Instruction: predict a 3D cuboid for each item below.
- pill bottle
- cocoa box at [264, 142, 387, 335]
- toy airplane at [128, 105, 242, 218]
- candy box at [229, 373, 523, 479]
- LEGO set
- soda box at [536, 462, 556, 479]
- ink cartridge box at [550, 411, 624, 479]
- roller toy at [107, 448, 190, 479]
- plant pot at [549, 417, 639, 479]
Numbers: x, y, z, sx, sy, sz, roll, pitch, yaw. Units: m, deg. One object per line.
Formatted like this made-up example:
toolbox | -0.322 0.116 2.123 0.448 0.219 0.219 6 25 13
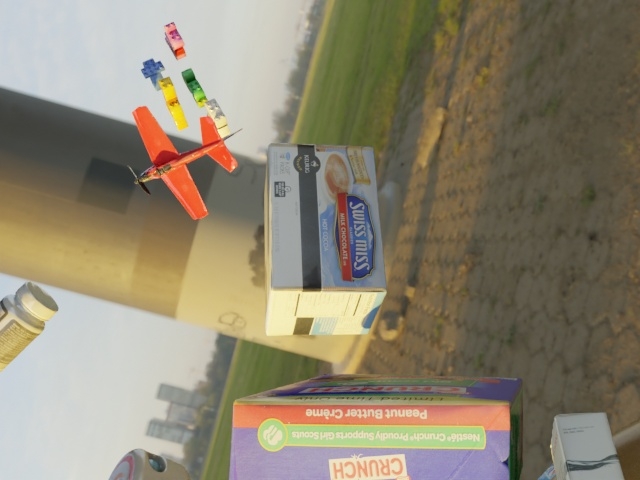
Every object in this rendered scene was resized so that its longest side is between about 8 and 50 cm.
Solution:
pill bottle | -0.471 0.132 1.145 0.137 0.078 0.078 -44 4 -2
cocoa box | 0.000 0.000 1.581 0.231 0.227 0.347 103 166 -61
toy airplane | -0.155 -0.093 0.870 0.028 0.151 0.151 -65 -7 -63
candy box | 0.082 0.215 0.828 0.317 0.268 0.122 15 -106 -73
LEGO set | -0.241 -0.267 1.265 0.227 0.087 0.093 59 169 17
soda box | 0.602 0.623 1.755 0.071 0.210 0.067 -34 -2 -28
ink cartridge box | 0.443 0.407 1.235 0.153 0.086 0.208 73 -168 -51
roller toy | -0.387 0.554 1.617 0.209 0.146 0.191 -39 31 38
plant pot | 0.569 0.466 1.411 0.237 0.254 0.237 -22 -90 -79
